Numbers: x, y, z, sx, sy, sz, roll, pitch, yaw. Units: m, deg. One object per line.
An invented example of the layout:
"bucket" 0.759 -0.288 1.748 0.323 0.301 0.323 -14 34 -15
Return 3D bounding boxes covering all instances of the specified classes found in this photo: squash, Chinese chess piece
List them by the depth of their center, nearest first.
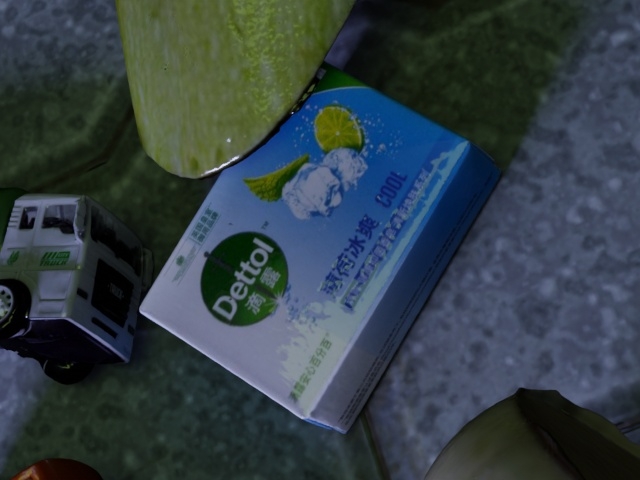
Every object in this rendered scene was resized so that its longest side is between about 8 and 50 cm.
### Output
"Chinese chess piece" 0.162 0.183 0.875 0.257 0.257 0.104 42 100 26
"squash" -0.057 -0.159 1.144 0.204 0.155 0.237 -34 30 -30

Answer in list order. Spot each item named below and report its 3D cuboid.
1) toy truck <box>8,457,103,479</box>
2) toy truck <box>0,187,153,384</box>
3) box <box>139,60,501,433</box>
"toy truck" -0.144 0.220 1.081 0.252 0.107 0.114 41 93 25
"toy truck" -0.236 0.025 1.177 0.242 0.101 0.125 -1 64 25
"box" 0.001 0.000 1.094 0.139 0.073 0.194 31 90 26
